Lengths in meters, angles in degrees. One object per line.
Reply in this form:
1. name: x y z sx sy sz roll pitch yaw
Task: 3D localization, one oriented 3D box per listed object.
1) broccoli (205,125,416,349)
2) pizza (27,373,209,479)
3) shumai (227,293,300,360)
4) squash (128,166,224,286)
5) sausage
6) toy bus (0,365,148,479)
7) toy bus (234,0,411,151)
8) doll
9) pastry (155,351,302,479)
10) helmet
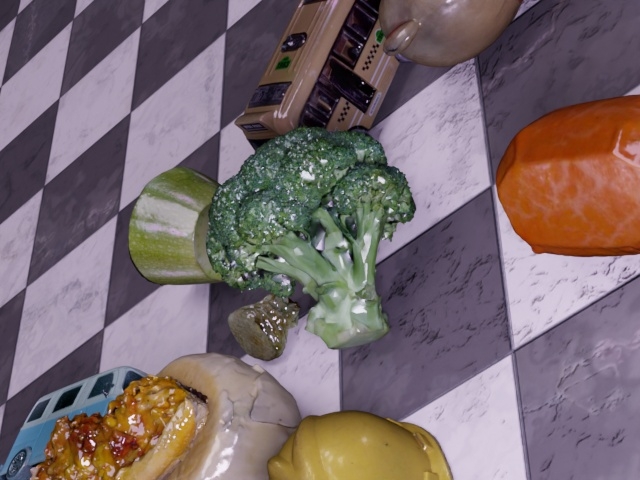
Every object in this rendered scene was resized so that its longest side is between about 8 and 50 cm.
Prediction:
1. broccoli: 0.000 0.000 1.776 0.270 0.270 0.270 -35 69 32
2. pizza: -0.245 0.239 1.747 0.305 0.085 0.161 -34 41 34
3. shumai: -0.063 0.101 1.910 0.083 0.082 0.080 24 41 31
4. squash: -0.170 -0.014 2.076 0.123 0.170 0.170 10 69 43
5. sausage: 0.287 -0.062 1.466 0.141 0.153 0.268 -34 17 -33
6. toy bus: -0.292 0.260 1.999 0.271 0.133 0.165 -23 39 46
7. toy bus: 0.011 -0.220 2.006 0.139 0.157 0.289 3 63 56
8. doll: 0.214 -0.337 1.838 0.330 0.174 0.235 -37 5 25
9. pastry: -0.135 0.256 1.778 0.265 0.133 0.265 -35 37 32
10. helmet: 0.018 0.261 1.560 0.205 0.140 0.257 -52 28 7
